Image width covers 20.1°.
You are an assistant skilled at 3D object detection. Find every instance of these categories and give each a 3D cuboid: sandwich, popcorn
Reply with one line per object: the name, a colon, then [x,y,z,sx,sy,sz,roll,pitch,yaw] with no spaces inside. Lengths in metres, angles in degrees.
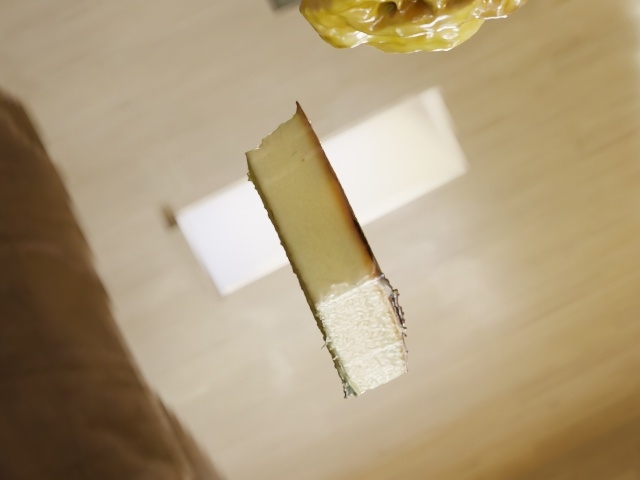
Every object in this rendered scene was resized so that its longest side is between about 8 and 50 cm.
sandwich: [0.000,0.000,1.182,0.193,0.058,0.162,71,-5,-66]
popcorn: [0.059,-0.239,1.467,0.191,0.253,0.190,-107,-149,-63]
